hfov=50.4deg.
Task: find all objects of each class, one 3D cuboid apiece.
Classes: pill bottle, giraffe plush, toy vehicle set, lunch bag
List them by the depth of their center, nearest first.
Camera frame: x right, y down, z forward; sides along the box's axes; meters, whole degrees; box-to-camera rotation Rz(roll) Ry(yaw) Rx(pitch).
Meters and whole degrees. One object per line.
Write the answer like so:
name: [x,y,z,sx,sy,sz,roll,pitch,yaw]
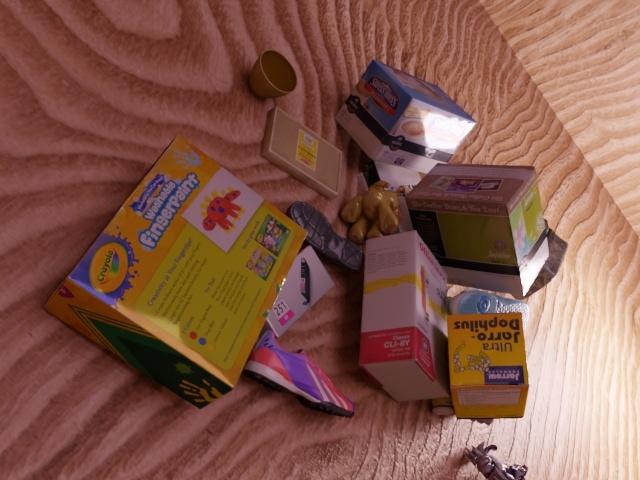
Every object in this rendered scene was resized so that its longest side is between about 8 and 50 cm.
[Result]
toy vehicle set: [-0.048,-0.248,1.946,0.267,0.035,0.166,31,50,-32]
pill bottle: [0.355,0.445,1.982,0.065,0.065,0.116,27,53,-35]
giraffe plush: [0.174,-0.092,2.005,0.170,0.181,0.210,-3,90,-59]
lunch bag: [0.738,0.037,2.500,0.256,0.212,0.305,44,41,3]

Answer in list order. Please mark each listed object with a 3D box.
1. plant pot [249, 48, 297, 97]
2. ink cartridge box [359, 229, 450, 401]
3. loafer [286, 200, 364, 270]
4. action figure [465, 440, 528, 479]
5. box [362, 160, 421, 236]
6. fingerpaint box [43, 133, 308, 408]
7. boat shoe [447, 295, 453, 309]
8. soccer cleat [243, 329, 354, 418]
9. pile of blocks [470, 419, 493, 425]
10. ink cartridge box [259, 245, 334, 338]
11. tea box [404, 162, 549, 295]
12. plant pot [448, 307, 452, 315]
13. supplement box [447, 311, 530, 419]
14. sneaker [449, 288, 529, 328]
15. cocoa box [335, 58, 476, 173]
plant pot: [-0.145,-0.452,1.904,0.134,0.095,0.134,24,54,-37]
ink cartridge box: [0.236,0.206,1.852,0.279,0.160,0.384,48,38,-47]
loafer: [0.000,0.000,1.844,0.267,0.084,0.096,40,59,-20]
action figure: [0.536,0.682,2.001,0.285,0.099,0.185,41,11,-38]
box: [0.273,-0.108,2.194,0.232,0.058,0.322,-10,77,-48]
fingerpaint box: [-0.278,0.056,1.419,0.371,0.163,0.445,37,46,-15]
boat shoe: [0.445,0.229,2.204,0.133,0.049,0.042,50,37,-19]
soccer cleat: [-0.030,0.324,1.599,0.318,0.108,0.116,33,67,-26]
pile of blocks: [0.489,0.396,2.100,0.149,0.112,0.362,7,63,0]
ink cartridge box: [-0.109,0.081,1.694,0.239,0.060,0.275,59,41,-7]
tea box: [0.475,-0.042,2.044,0.220,0.329,0.323,-45,129,-37]
plant pot: [0.360,0.254,2.064,0.109,0.109,0.096,32,36,-31]
supplement box: [0.451,0.348,1.841,0.356,0.194,0.195,65,24,-60]
sneaker: [0.441,0.202,2.000,0.319,0.208,0.127,15,88,-38]
cocoa box: [0.273,-0.381,2.149,0.347,0.228,0.231,8,37,-44]
